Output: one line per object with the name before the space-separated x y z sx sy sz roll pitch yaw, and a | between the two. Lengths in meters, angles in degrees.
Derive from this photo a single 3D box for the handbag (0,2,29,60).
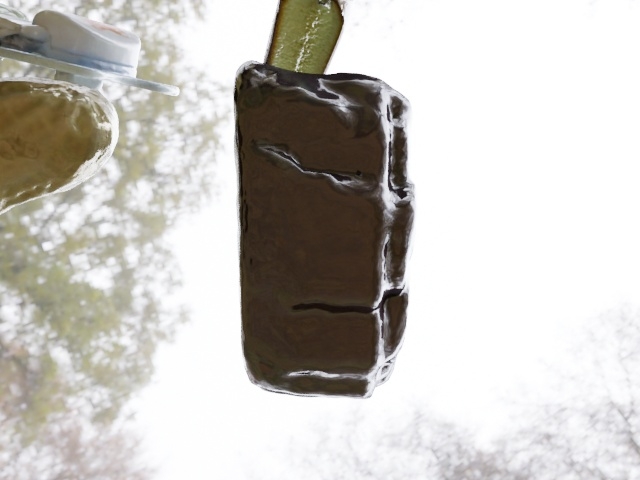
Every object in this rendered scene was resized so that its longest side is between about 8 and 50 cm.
handbag | -0.626 -0.377 1.953 0.256 0.219 0.079 20 -72 -9

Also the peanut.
peanut | -0.384 -0.095 1.316 0.313 0.152 0.152 -23 -94 4

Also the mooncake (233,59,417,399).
mooncake | 0.000 0.000 1.298 0.212 0.381 0.350 4 -98 -1

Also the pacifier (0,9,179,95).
pacifier | -0.350 -0.192 1.604 0.244 0.299 0.233 11 -87 37

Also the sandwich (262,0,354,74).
sandwich | -0.016 -0.259 1.425 0.090 0.088 0.244 16 -28 -4
